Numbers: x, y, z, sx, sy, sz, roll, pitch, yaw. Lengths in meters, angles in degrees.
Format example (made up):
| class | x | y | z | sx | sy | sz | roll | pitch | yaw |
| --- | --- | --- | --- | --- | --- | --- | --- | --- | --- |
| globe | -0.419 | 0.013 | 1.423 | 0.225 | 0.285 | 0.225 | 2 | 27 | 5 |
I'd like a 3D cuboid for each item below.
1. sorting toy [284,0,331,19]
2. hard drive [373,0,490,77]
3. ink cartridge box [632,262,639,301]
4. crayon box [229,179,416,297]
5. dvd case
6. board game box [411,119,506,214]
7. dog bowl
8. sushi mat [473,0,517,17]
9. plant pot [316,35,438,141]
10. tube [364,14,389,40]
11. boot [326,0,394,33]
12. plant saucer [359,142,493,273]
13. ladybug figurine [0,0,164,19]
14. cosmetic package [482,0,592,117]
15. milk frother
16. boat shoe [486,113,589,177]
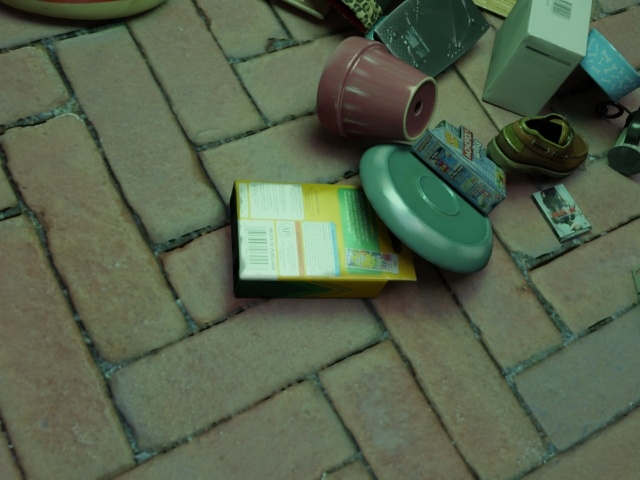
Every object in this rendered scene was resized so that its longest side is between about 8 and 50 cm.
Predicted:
| class | x | y | z | sx | sy | sz | roll | pitch | yaw |
| --- | --- | --- | --- | --- | --- | --- | --- | --- | --- |
| sorting toy | -0.047 | -0.600 | 1.773 | 0.193 | 0.038 | 0.208 | 26 | 54 | 0 |
| hard drive | 0.244 | -0.466 | 1.724 | 0.255 | 0.054 | 0.172 | -41 | 99 | -19 |
| ink cartridge box | 0.690 | 0.101 | 1.543 | 0.063 | 0.109 | 0.150 | 2 | 62 | -10 |
| crayon box | 0.000 | 0.000 | 1.430 | 0.323 | 0.083 | 0.203 | 1 | 62 | -13 |
| dvd case | 0.510 | -0.060 | 1.639 | 0.087 | 0.013 | 0.119 | -18 | 69 | -23 |
| board game box | 0.277 | -0.172 | 1.548 | 0.194 | 0.060 | 0.194 | 33 | 35 | -13 |
| dog bowl | 0.635 | -0.387 | 1.727 | 0.166 | 0.074 | 0.297 | 48 | 21 | 2 |
| sushi mat | 0.473 | -0.596 | 1.915 | 0.317 | 0.019 | 0.151 | 22 | 58 | -3 |
| plant pot | 0.120 | -0.280 | 1.514 | 0.180 | 0.201 | 0.201 | 25 | 56 | 28 |
| tube | 0.192 | -0.488 | 1.767 | 0.207 | 0.052 | 0.080 | -16 | 78 | -19 |
| boot | 0.076 | -0.661 | 1.653 | 0.377 | 0.138 | 0.284 | 42 | 92 | -16 |
| plant saucer | 0.214 | -0.077 | 1.474 | 0.318 | 0.043 | 0.317 | 26 | 37 | -22 |
| ladybug figurine | -0.496 | -0.600 | 1.577 | 0.449 | 0.162 | 0.305 | -2 | 63 | -16 |
| cosmetic package | 0.479 | -0.434 | 1.710 | 0.138 | 0.224 | 0.224 | 21 | 59 | -6 |
| milk frother | 0.676 | -0.239 | 1.744 | 0.143 | 0.129 | 0.134 | 7 | 48 | 40 |
| boat shoe | 0.484 | -0.202 | 1.610 | 0.307 | 0.104 | 0.110 | -10 | 61 | -42 |
